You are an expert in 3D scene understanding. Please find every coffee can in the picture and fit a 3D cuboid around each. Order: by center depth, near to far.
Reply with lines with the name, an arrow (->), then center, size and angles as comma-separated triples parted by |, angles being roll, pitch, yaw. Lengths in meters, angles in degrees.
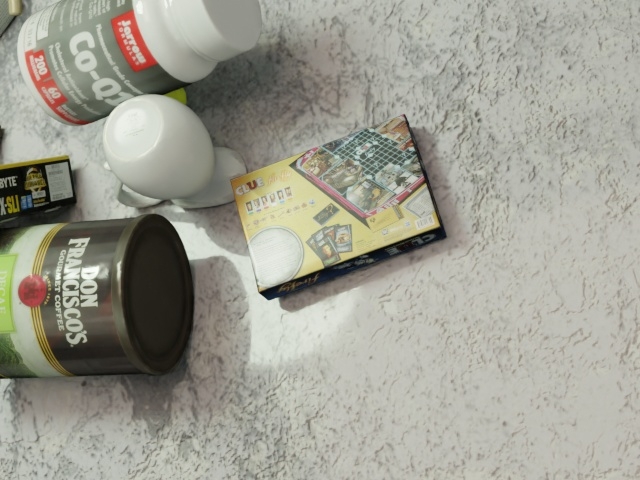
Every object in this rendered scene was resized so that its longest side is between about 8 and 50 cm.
coffee can -> -0.327, 0.076, 1.648 | 0.275, 0.201, 0.202 | -4, 73, 19

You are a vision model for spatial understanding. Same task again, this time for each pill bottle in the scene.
pill bottle -> -0.228, -0.259, 1.630 | 0.283, 0.161, 0.161 | -17, 69, 29

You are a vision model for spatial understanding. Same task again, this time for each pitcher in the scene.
pitcher -> -0.213, -0.098, 1.655 | 0.177, 0.207, 0.126 | -20, 69, 15

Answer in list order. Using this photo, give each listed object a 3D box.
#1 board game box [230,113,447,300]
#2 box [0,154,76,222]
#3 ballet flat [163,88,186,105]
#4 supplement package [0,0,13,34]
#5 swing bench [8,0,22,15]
board game box -> 0.020, -0.042, 1.633 | 0.243, 0.042, 0.165 | -20, 67, 10
box -> -0.529, -0.044, 1.722 | 0.321, 0.257, 0.079 | -9, 97, 18
ballet flat -> -0.261, -0.261, 1.790 | 0.077, 0.077, 0.231 | -39, 65, 7
supplement package -> -0.614, -0.314, 1.895 | 0.204, 0.145, 0.262 | 35, 88, 24
swing bench -> -0.301, -0.452, 1.750 | 0.253, 0.165, 0.255 | 1, 112, 19
